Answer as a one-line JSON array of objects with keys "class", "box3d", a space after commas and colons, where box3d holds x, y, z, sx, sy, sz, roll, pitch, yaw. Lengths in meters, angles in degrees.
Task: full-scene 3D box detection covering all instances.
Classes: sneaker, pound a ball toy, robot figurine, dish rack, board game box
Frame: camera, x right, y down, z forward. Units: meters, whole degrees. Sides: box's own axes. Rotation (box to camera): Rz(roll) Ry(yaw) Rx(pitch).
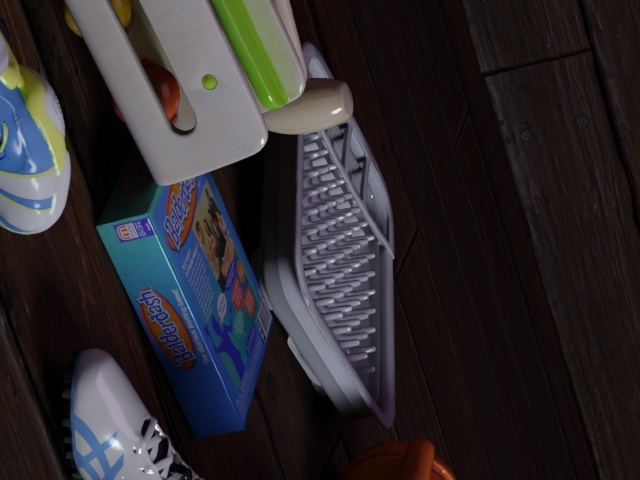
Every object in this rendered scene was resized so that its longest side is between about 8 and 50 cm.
[{"class": "sneaker", "box3d": [-0.111, 0.173, 1.243, 0.085, 0.086, 0.237, -69, 142, -60]}, {"class": "pound a ball toy", "box3d": [-0.113, -0.185, 1.379, 0.319, 0.135, 0.208, 65, 24, -18]}, {"class": "robot figurine", "box3d": [0.068, 0.278, 1.703, 0.219, 0.128, 0.158, -72, 143, -60]}, {"class": "dish rack", "box3d": [0.000, 0.000, 1.790, 0.285, 0.072, 0.333, 61, 22, -47]}, {"class": "board game box", "box3d": [-0.105, 0.028, 1.447, 0.160, 0.047, 0.210, -76, 149, -57]}, {"class": "sneaker", "box3d": [-0.235, -0.095, 1.070, 0.126, 0.091, 0.240, -45, 123, -50]}]

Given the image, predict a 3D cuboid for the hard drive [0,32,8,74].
[{"class": "hard drive", "box3d": [-0.278, -0.087, 0.830, 0.353, 0.047, 0.233, -65, 140, -50]}]
